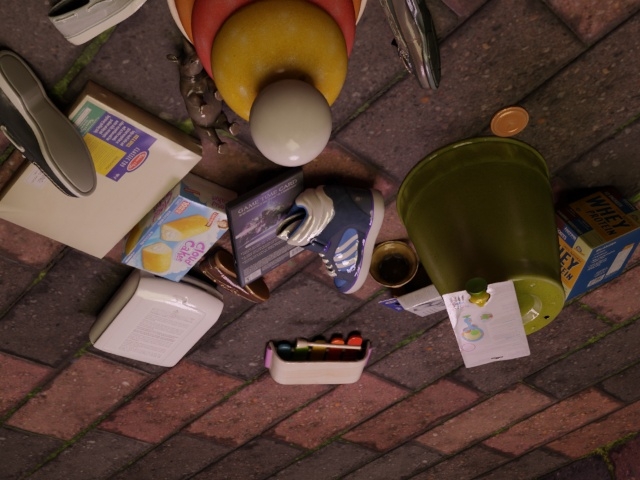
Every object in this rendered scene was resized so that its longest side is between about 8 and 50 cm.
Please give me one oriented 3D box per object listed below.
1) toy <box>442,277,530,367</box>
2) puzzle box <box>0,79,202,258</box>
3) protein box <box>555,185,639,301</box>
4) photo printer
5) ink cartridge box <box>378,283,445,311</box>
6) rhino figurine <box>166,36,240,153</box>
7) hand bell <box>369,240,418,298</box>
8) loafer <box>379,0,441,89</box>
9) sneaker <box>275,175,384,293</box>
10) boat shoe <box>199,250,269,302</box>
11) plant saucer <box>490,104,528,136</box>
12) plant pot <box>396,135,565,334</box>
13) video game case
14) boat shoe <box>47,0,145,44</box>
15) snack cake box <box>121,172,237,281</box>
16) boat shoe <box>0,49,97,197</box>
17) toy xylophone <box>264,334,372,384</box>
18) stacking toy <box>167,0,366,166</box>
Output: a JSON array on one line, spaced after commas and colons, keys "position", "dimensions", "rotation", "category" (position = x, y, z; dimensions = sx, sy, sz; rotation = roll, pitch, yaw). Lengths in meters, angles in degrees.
[{"position": [0.337, 0.159, 1.562], "dimensions": [0.136, 0.056, 0.237], "rotation": [-14, 134, 13], "category": "toy"}, {"position": [-0.476, -0.133, 1.634], "dimensions": [0.272, 0.052, 0.409], "rotation": [28, 128, -34], "category": "puzzle box"}, {"position": [0.651, 0.008, 1.869], "dimensions": [0.199, 0.136, 0.201], "rotation": [-21, 144, -22], "category": "protein box"}, {"position": [-0.415, 0.191, 1.977], "dimensions": [0.256, 0.107, 0.307], "rotation": [21, 131, -30], "category": "photo printer"}, {"position": [0.287, 0.160, 2.041], "dimensions": [0.223, 0.045, 0.223], "rotation": [-20, 163, 16], "category": "ink cartridge box"}, {"position": [-0.228, -0.284, 1.466], "dimensions": [0.073, 0.106, 0.243], "rotation": [-35, 141, -16], "category": "rhino figurine"}, {"position": [0.200, 0.108, 2.011], "dimensions": [0.126, 0.126, 0.242], "rotation": [-12, 153, 5], "category": "hand bell"}, {"position": [0.161, -0.394, 1.423], "dimensions": [0.084, 0.096, 0.268], "rotation": [-1, 136, 23], "category": "loafer"}, {"position": [0.000, 0.000, 1.793], "dimensions": [0.236, 0.130, 0.323], "rotation": [-1, 136, -18], "category": "sneaker"}, {"position": [-0.215, 0.097, 1.933], "dimensions": [0.073, 0.073, 0.207], "rotation": [-29, 128, 25], "category": "boat shoe"}, {"position": [0.410, -0.256, 1.666], "dimensions": [0.083, 0.013, 0.083], "rotation": [-4, 140, -4], "category": "plant saucer"}, {"position": [0.382, 0.019, 1.721], "dimensions": [0.366, 0.353, 0.367], "rotation": [-5, 139, -4], "category": "plant pot"}, {"position": [-0.118, -0.027, 1.764], "dimensions": [0.196, 0.026, 0.274], "rotation": [-30, 144, -23], "category": "video game case"}, {"position": [-0.369, -0.415, 1.302], "dimensions": [0.227, 0.079, 0.081], "rotation": [-25, 141, 24], "category": "boat shoe"}, {"position": [-0.322, -0.029, 1.752], "dimensions": [0.152, 0.089, 0.264], "rotation": [24, 130, -31], "category": "snack cake box"}, {"position": [-0.535, -0.205, 1.448], "dimensions": [0.091, 0.114, 0.303], "rotation": [-21, 105, 27], "category": "boat shoe"}, {"position": [0.004, 0.338, 2.237], "dimensions": [0.322, 0.081, 0.236], "rotation": [7, 137, -17], "category": "toy xylophone"}, {"position": [-0.070, -0.286, 1.193], "dimensions": [0.350, 0.480, 0.351], "rotation": [-4, 140, -4], "category": "stacking toy"}]
